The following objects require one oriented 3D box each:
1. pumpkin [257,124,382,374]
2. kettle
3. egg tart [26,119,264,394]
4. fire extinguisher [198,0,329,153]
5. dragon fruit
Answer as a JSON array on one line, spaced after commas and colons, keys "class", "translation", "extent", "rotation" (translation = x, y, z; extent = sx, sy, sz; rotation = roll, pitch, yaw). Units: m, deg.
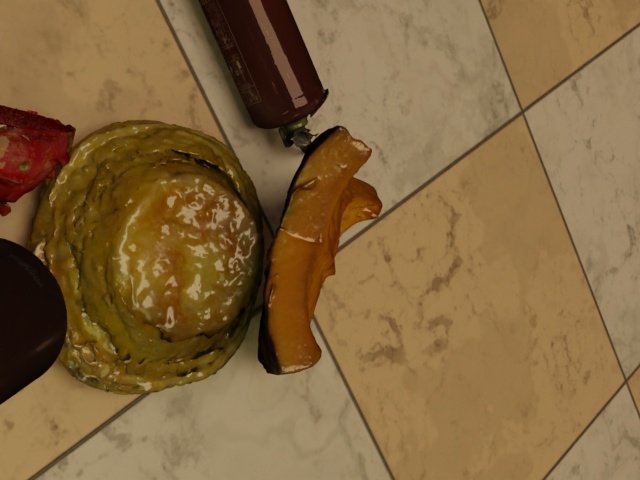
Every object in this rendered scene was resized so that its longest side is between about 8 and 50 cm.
[{"class": "pumpkin", "translation": [-0.006, 0.022, 0.949], "extent": [0.095, 0.290, 0.258], "rotation": [17, 82, 6]}, {"class": "kettle", "translation": [-0.327, 0.069, 0.677], "extent": [0.144, 0.232, 0.202], "rotation": [-39, 93, 13]}, {"class": "egg tart", "translation": [-0.155, 0.016, 0.891], "extent": [0.294, 0.123, 0.294], "rotation": [4, 84, -38]}, {"class": "fire extinguisher", "translation": [-0.062, -0.215, 0.997], "extent": [0.105, 0.105, 0.269], "rotation": [-35, 108, -33]}, {"class": "dragon fruit", "translation": [-0.302, -0.066, 0.784], "extent": [0.153, 0.153, 0.110], "rotation": [3, 103, -37]}]
